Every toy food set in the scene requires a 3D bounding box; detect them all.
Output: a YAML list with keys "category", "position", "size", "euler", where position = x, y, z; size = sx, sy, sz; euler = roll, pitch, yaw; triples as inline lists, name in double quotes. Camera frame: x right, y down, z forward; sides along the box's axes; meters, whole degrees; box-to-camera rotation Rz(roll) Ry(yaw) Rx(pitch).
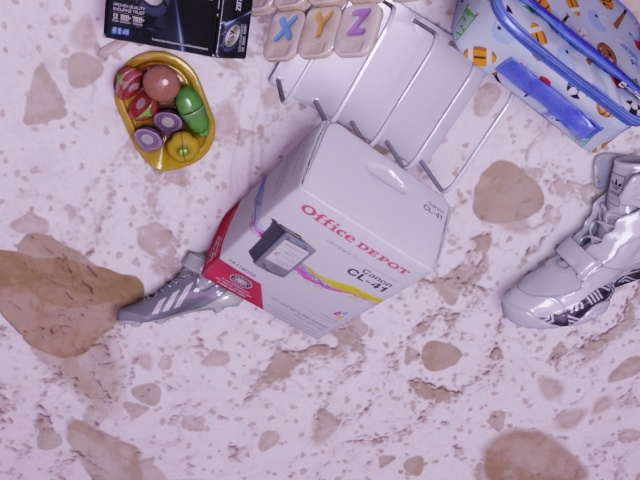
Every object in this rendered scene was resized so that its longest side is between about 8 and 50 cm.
- category: "toy food set"
  position: [-0.231, -0.195, 1.146]
  size: [0.128, 0.071, 0.218]
  euler: [-20, 115, 3]

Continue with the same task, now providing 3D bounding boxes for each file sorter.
- category: "file sorter"
  position: [0.097, -0.219, 1.116]
  size: [0.277, 0.173, 0.193]
  euler: [27, 108, -16]

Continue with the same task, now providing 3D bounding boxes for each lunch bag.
- category: "lunch bag"
  position: [0.320, -0.265, 1.075]
  size: [0.303, 0.243, 0.115]
  euler: [30, 141, -19]

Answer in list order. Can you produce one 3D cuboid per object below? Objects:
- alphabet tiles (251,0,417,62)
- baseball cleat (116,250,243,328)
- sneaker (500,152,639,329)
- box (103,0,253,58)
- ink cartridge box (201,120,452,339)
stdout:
- category: "alphabet tiles"
  position: [0.024, -0.353, 0.999]
  size: [0.021, 0.284, 0.278]
  euler: [30, 72, -50]
- category: "baseball cleat"
  position: [-0.228, 0.074, 1.281]
  size: [0.206, 0.072, 0.109]
  euler: [-10, 101, -6]
- category: "sneaker"
  position: [0.439, -0.011, 1.271]
  size: [0.366, 0.137, 0.210]
  euler: [-22, 114, -1]
- category: "box"
  position: [-0.181, -0.322, 1.037]
  size: [0.180, 0.077, 0.147]
  euler: [16, 106, 22]
- category: "ink cartridge box"
  position: [0.000, 0.000, 1.150]
  size: [0.226, 0.131, 0.306]
  euler: [31, 144, -17]
